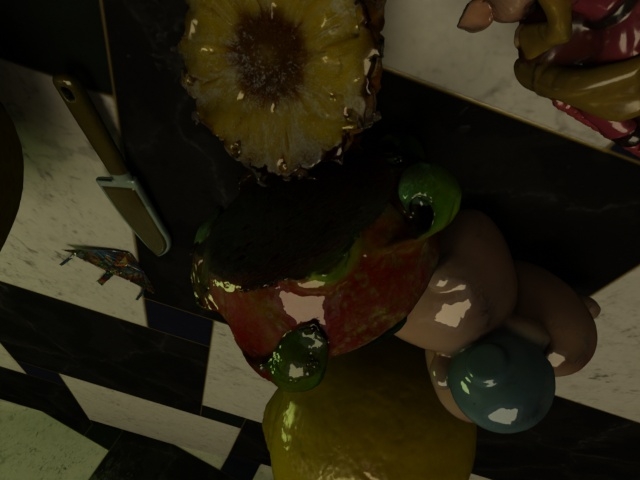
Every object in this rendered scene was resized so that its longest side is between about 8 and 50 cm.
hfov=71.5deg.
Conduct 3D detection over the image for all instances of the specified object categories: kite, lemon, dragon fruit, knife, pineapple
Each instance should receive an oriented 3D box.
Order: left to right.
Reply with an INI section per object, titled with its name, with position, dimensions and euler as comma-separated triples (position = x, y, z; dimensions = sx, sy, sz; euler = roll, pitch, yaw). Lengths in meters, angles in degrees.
[kite]
position = -0.382, 0.051, 0.823
dimensions = 0.182, 0.010, 0.160
euler = 33, 136, -26
[knife]
position = -0.271, -0.077, 0.606
dimensions = 0.061, 0.027, 0.343
euler = 4, 144, 9
[pineapple]
position = -0.037, -0.153, 0.364
dimensions = 0.221, 0.047, 0.221
euler = 13, 119, 25
[dragon fruit]
position = 0.000, 0.000, 0.433
dimensions = 0.295, 0.268, 0.130
euler = 0, 131, 43
[lemon]
position = 0.079, 0.300, 0.723
dimensions = 0.347, 0.348, 0.348
euler = 10, 142, 8

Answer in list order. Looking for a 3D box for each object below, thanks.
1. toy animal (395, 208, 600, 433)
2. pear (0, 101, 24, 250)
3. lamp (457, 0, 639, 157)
[toy animal]
position = 0.181, 0.087, 0.532
dimensions = 0.210, 0.229, 0.221
euler = -43, 74, 28
[pear]
position = -0.515, -0.075, 0.441
dimensions = 0.418, 0.363, 0.362
euler = -3, 139, 30
[lamp]
position = 0.174, -0.150, 0.295
dimensions = 0.253, 0.118, 0.118
euler = 24, 142, -13
